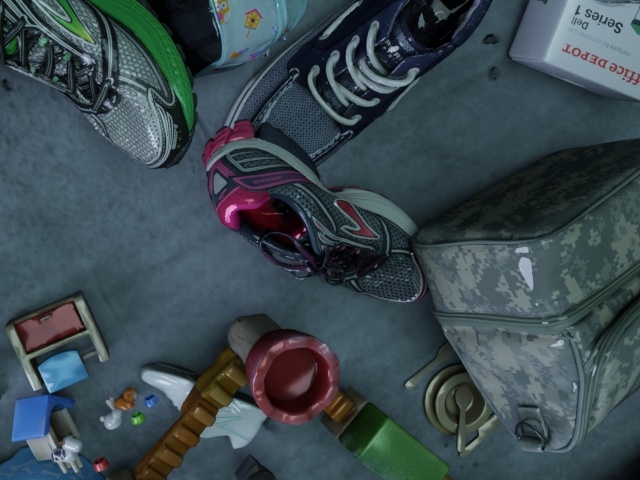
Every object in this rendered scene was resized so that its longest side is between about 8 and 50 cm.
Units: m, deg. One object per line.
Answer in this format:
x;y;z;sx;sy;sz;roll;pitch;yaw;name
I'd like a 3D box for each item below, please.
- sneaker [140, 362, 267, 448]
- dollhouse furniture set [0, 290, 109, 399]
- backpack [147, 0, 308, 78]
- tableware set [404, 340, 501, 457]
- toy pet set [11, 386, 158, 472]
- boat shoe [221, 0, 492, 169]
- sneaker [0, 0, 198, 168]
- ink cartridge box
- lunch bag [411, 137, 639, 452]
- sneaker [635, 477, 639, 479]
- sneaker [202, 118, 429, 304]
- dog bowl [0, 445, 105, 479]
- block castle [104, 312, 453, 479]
-0.132;0.181;0.989;0.152;0.053;0.061;29;91;-17;sneaker
-0.318;0.103;0.890;0.183;0.129;0.129;-23;101;-11;dollhouse furniture set
-0.095;-0.252;0.883;0.144;0.188;0.166;-20;100;-12;backpack
0.210;0.159;1.087;0.194;0.039;0.128;-41;104;-8;tableware set
-0.250;0.178;0.932;0.114;0.122;0.065;-12;110;22;toy pet set
0.031;-0.176;0.941;0.127;0.158;0.340;43;84;-15;boat shoe
-0.261;-0.188;0.844;0.343;0.134;0.146;43;39;-7;sneaker
0.335;-0.282;1.027;0.160;0.092;0.219;16;101;-19;ink cartridge box
0.285;0.053;0.981;0.305;0.212;0.256;-30;107;-34;lunch bag
0.463;0.258;1.137;0.321;0.124;0.180;-10;94;-25;sneaker
0.000;0.000;0.942;0.299;0.112;0.121;29;121;-31;sneaker
-0.362;0.308;0.929;0.297;0.074;0.166;-3;96;-16;dog bowl
0.018;0.316;0.933;0.453;0.213;0.303;42;84;-24;block castle
